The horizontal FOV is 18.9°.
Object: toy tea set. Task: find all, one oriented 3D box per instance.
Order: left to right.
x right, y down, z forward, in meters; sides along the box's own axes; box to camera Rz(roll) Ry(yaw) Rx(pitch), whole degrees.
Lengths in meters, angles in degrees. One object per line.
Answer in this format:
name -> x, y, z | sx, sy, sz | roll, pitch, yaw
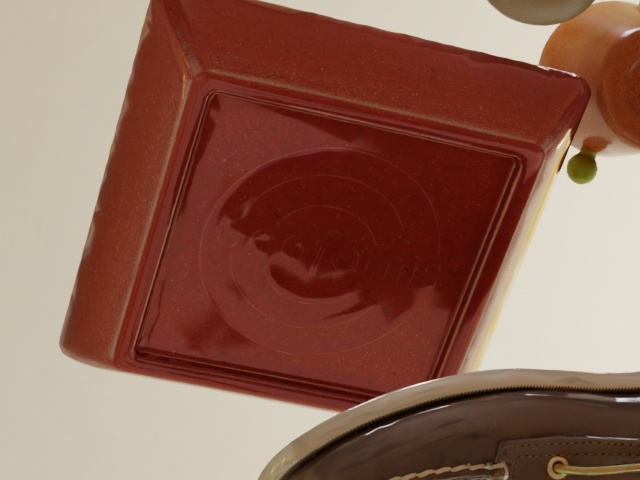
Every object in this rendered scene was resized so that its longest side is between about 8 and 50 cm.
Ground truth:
toy tea set -> 0.234, -0.189, 1.155 | 0.336, 0.124, 0.200 | -32, -76, -6

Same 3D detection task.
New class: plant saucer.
plant saucer -> 0.000, 0.000, 1.110 | 0.258, 0.259, 0.048 | 12, -150, -13

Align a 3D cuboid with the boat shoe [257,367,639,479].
boat shoe -> 0.126, 0.134, 1.036 | 0.324, 0.117, 0.097 | -4, -125, -25
